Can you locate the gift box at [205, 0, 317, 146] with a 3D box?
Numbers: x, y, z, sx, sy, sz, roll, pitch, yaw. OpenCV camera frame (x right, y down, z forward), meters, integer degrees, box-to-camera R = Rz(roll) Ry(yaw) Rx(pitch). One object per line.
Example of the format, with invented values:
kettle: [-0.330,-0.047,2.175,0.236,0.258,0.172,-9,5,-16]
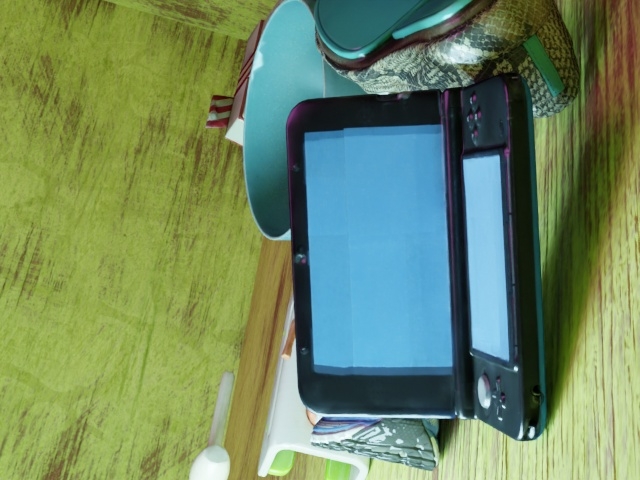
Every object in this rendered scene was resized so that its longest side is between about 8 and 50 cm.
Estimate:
gift box: [0.009,-0.214,2.075,0.258,0.255,0.276,-50,17,43]

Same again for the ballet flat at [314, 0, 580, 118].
ballet flat: [0.122,-0.184,1.522,0.164,0.182,0.483,-39,18,-7]

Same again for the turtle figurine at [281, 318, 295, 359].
turtle figurine: [0.073,0.039,1.796,0.269,0.087,0.217,-41,-7,-33]

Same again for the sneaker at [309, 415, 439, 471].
sneaker: [0.060,0.150,1.575,0.330,0.130,0.147,-162,84,-83]

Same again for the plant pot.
plant pot: [0.042,-0.139,1.835,0.290,0.195,0.290,-176,90,-70]

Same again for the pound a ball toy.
pound a ball toy: [-0.030,0.179,1.893,0.135,0.208,0.319,113,170,-52]

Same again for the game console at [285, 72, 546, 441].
game console: [0.073,0.015,1.274,0.250,0.173,0.293,-172,79,-83]
